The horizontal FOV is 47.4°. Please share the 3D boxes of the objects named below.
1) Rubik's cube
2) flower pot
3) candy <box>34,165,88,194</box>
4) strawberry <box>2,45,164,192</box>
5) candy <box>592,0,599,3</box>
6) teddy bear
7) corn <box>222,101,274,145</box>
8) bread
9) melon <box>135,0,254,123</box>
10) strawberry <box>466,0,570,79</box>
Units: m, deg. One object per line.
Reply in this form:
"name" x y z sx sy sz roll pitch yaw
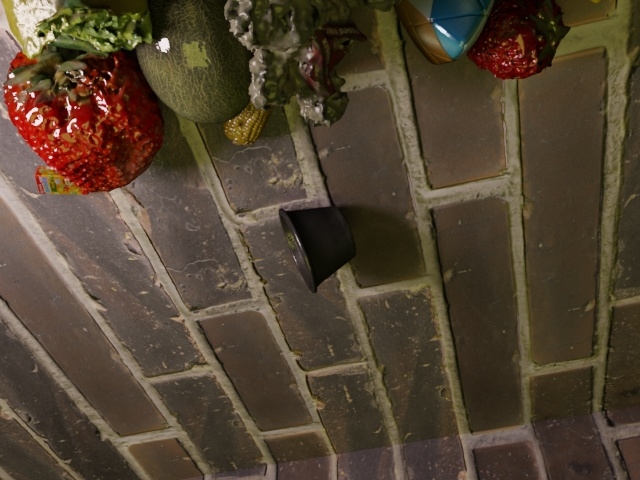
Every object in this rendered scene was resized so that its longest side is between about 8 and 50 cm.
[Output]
"Rubik's cube" 0.245 -0.503 1.446 0.255 0.254 0.254 -2 135 -2
"flower pot" 0.000 0.000 1.877 0.148 0.235 0.235 -24 135 -9
"candy" -0.631 -0.147 1.788 0.122 0.038 0.062 1 134 -5
"strawberry" -0.486 -0.240 1.537 0.312 0.267 0.351 13 136 12
"candy" 0.466 -0.585 1.396 0.276 0.088 0.146 21 128 -24
"teddy bear" -0.034 -0.383 1.301 0.225 0.367 0.357 33 111 11
"corn" -0.146 -0.313 1.618 0.097 0.097 0.261 15 131 -17
"bread" -0.454 -0.505 1.248 0.251 0.208 0.376 -10 99 16
"melon" -0.242 -0.372 1.453 0.238 0.237 0.301 -8 138 4
"strawberry" 0.395 -0.419 1.505 0.202 0.186 0.184 -2 164 45
